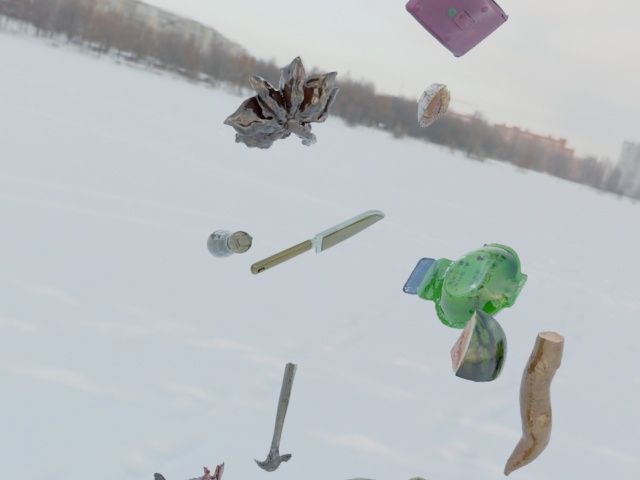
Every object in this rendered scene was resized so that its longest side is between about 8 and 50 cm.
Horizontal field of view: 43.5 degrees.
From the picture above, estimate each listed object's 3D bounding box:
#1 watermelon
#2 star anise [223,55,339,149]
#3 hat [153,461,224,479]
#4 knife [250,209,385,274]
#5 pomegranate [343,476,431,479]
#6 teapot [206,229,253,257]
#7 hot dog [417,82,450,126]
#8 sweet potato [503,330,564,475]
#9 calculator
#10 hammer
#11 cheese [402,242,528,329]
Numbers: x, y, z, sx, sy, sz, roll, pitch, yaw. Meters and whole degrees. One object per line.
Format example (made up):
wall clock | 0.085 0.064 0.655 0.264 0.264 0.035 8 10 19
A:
watermelon | 0.267 0.199 1.377 0.094 0.125 0.135 -9 -39 40
star anise | -0.052 -0.208 1.331 0.231 0.209 0.089 12 51 -47
hat | -0.260 0.416 1.217 0.227 0.140 0.129 -2 5 6
knife | 0.000 0.001 1.702 0.343 0.061 0.027 -25 57 -22
pomegranate | 0.065 0.445 1.231 0.189 0.241 0.159 35 -32 -7
teapot | -0.126 0.003 1.124 0.042 0.043 0.110 12 -7 -20
hot dog | 0.282 -0.337 2.000 0.053 0.099 0.192 40 -6 10
sweet potato | 0.381 0.300 1.420 0.067 0.282 0.059 2 14 -10
calculator | 0.251 -0.415 1.470 0.190 0.126 0.034 26 37 -44
hammer | -0.090 0.407 1.889 0.027 0.125 0.297 40 39 -26
cheese | 0.286 0.085 1.624 0.083 0.204 0.320 41 -18 -27
